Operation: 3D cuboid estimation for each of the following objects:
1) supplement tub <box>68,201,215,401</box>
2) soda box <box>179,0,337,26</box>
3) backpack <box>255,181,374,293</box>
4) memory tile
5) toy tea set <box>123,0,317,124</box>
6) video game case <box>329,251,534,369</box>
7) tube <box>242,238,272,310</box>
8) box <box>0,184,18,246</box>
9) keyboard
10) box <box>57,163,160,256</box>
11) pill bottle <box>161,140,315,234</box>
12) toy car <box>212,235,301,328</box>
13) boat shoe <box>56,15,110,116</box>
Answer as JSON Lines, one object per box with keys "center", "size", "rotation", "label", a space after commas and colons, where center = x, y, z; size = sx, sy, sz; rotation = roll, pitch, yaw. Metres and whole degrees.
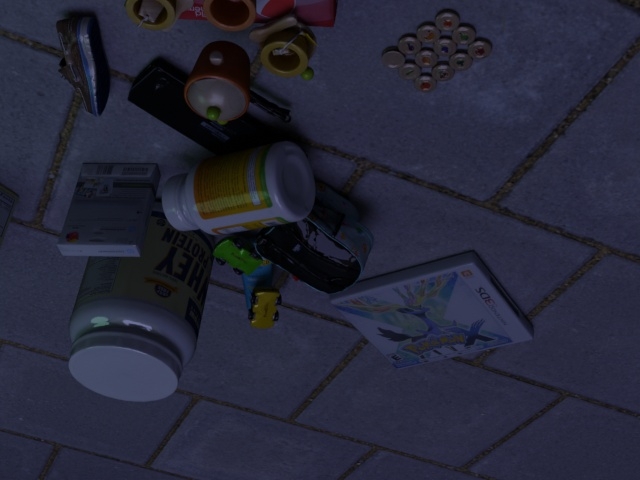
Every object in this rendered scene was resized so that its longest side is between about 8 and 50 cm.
{"center": [-0.336, 0.113, 1.892], "size": [0.235, 0.325, 0.235], "rotation": [4, 143, 3], "label": "supplement tub"}
{"center": [-0.107, -0.368, 1.426], "size": [0.263, 0.083, 0.092], "rotation": [3, 143, 4], "label": "soda box"}
{"center": [0.000, 0.000, 1.830], "size": [0.188, 0.144, 0.166], "rotation": [40, 134, -8], "label": "backpack"}
{"center": [0.177, -0.287, 1.542], "size": [0.113, 0.012, 0.148], "rotation": [34, 136, -30], "label": "memory tile"}
{"center": [-0.163, -0.285, 1.370], "size": [0.200, 0.124, 0.336], "rotation": [-21, 135, 33], "label": "toy tea set"}
{"center": [0.233, 0.155, 2.091], "size": [0.329, 0.036, 0.300], "rotation": [-17, 137, 28], "label": "video game case"}
{"center": [-0.129, 0.065, 2.029], "size": [0.080, 0.052, 0.207], "rotation": [-6, 136, -4], "label": "tube"}
{"center": [-0.708, 0.015, 1.893], "size": [0.213, 0.243, 0.117], "rotation": [-23, 133, 35], "label": "box"}
{"center": [-0.151, -0.209, 1.685], "size": [0.317, 0.033, 0.201], "rotation": [30, 143, -29], "label": "keyboard"}
{"center": [-0.374, -0.056, 1.792], "size": [0.145, 0.186, 0.038], "rotation": [0, 142, 8], "label": "box"}
{"center": [-0.145, -0.083, 1.722], "size": [0.245, 0.136, 0.136], "rotation": [-9, 140, 29], "label": "pill bottle"}
{"center": [-0.113, 0.049, 1.955], "size": [0.225, 0.053, 0.239], "rotation": [34, 115, -30], "label": "toy car"}
{"center": [-0.381, -0.280, 1.609], "size": [0.066, 0.066, 0.183], "rotation": [8, 133, 6], "label": "boat shoe"}
